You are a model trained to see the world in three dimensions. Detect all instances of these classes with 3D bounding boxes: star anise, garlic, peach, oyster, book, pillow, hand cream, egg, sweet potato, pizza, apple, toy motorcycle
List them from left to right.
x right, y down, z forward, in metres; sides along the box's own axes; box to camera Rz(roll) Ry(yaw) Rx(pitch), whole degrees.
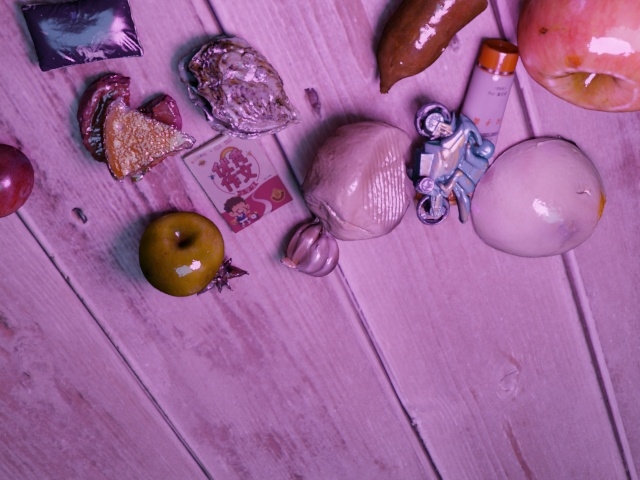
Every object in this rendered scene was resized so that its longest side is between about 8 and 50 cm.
[{"bbox_3d":[-0.664,-0.132,1.677,0.152,0.152,0.152,-7,120,-12],"label":"peach"},{"bbox_3d":[-0.468,-0.414,1.622,0.208,0.055,0.141,-14,113,-9],"label":"pillow"},{"bbox_3d":[-0.357,-0.210,1.704,0.195,0.052,0.185,-1,111,-8],"label":"pizza"},{"bbox_3d":[-0.313,0.033,1.839,0.196,0.196,0.157,-9,143,-11],"label":"apple"},{"bbox_3d":[-0.252,0.089,1.960,0.129,0.056,0.124,-41,122,8],"label":"star anise"},{"bbox_3d":[-0.185,-0.140,1.872,0.162,0.022,0.232,-30,123,2],"label":"book"},{"bbox_3d":[-0.171,-0.310,1.742,0.198,0.112,0.268,-44,115,-14],"label":"oyster"},{"bbox_3d":[0.000,0.000,1.957,0.194,0.127,0.131,-58,161,0],"label":"garlic"},{"bbox_3d":[0.228,-0.469,1.732,0.158,0.158,0.369,36,109,-29],"label":"sweet potato"},{"bbox_3d":[0.301,-0.177,1.892,0.198,0.109,0.297,-2,113,-10],"label":"toy motorcycle"},{"bbox_3d":[0.373,-0.307,1.906,0.139,0.089,0.314,-6,129,-19],"label":"hand cream"},{"bbox_3d":[0.553,-0.078,2.012,0.337,0.201,0.337,-7,119,-12],"label":"egg"},{"bbox_3d":[0.625,-0.462,1.723,0.391,0.391,0.347,28,82,-27],"label":"apple"}]

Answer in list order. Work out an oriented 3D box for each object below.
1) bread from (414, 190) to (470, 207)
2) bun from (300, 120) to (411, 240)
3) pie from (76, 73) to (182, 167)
[{"bbox_3d":[0.298,-0.109,1.997,0.132,0.074,0.053,-8,104,-13],"label":"bread"},{"bbox_3d":[0.073,-0.134,1.833,0.281,0.204,0.282,-12,105,-50],"label":"bun"},{"bbox_3d":[-0.403,-0.244,1.733,0.218,0.054,0.204,9,115,-20],"label":"pie"}]
